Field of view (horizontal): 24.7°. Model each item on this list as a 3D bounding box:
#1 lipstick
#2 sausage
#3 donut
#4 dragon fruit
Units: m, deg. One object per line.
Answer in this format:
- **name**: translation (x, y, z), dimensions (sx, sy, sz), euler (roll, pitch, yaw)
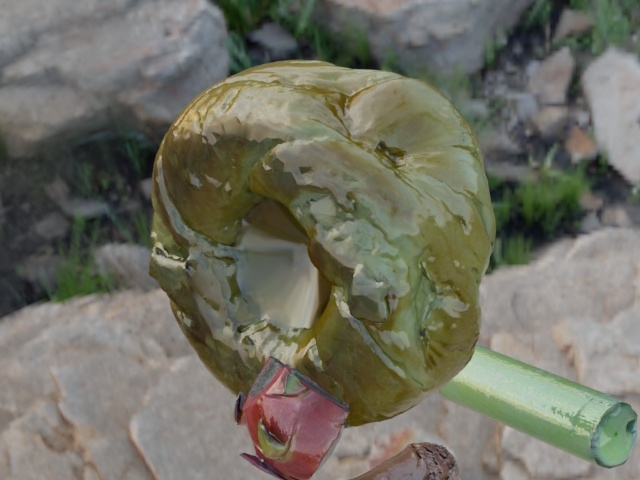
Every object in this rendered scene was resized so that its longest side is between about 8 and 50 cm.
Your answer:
- **lipstick**: translation (0.211, 0.166, 1.584), dimensions (0.076, 0.076, 0.304), euler (-41, 34, -22)
- **sausage**: translation (0.046, 0.250, 1.419), dimensions (0.078, 0.078, 0.304), euler (34, 25, 29)
- **donut**: translation (0.000, 0.000, 1.331), dimensions (0.360, 0.360, 0.170), euler (33, 39, 29)
- **dragon fruit**: translation (-0.020, 0.104, 0.832), dimensions (0.056, 0.083, 0.060), euler (30, 89, -9)
